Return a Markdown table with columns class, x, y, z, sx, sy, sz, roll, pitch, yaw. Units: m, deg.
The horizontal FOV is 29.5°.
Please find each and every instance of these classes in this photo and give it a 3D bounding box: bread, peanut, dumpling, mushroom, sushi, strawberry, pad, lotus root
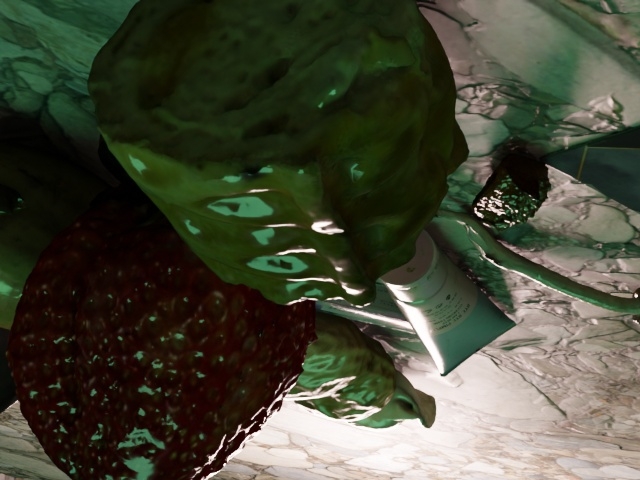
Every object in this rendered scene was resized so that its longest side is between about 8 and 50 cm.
| class | x | y | z | sx | sy | sz | roll | pitch | yaw |
| --- | --- | --- | --- | --- | --- | --- | --- | --- | --- |
| bread | -0.017 | -0.076 | 0.840 | 0.196 | 0.238 | 0.252 | 44 | 180 | 26 |
| peanut | 0.000 | 0.167 | 1.616 | 0.197 | 0.110 | 0.233 | -10 | 152 | 34 |
| dumpling | 0.082 | 0.221 | 1.772 | 0.169 | 0.099 | 0.134 | -6 | -173 | 16 |
| mushroom | 0.220 | 0.024 | 1.226 | 0.306 | 0.043 | 0.068 | 21 | 140 | -23 |
| sushi | 0.168 | -0.041 | 1.053 | 0.055 | 0.052 | 0.120 | 29 | 159 | 1 |
| strawberry | -0.134 | 0.096 | 1.088 | 0.250 | 0.288 | 0.238 | -10 | 150 | 36 |
| pad | 0.326 | -0.042 | 1.031 | 0.243 | 0.004 | 0.164 | 23 | 157 | -30 |
| lotus root | -0.270 | 0.010 | 1.230 | 0.310 | 0.182 | 0.183 | 26 | 156 | -39 |

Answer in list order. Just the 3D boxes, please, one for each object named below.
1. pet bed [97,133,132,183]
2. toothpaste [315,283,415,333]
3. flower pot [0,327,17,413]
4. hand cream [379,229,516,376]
| class | x | y | z | sx | sy | sz | roll | pitch | yaw |
| --- | --- | --- | --- | --- | --- | --- | --- | --- | --- |
| pet bed | -0.108 | -0.070 | 1.115 | 0.201 | 0.053 | 0.201 | 9 | 159 | 4 |
| toothpaste | 0.058 | 0.073 | 1.436 | 0.196 | 0.040 | 0.047 | 14 | 162 | -9 |
| flower pot | -0.494 | 0.100 | 1.566 | 0.269 | 0.269 | 0.166 | 6 | 136 | 14 |
| hand cream | 0.138 | 0.069 | 1.343 | 0.111 | 0.070 | 0.312 | -36 | 150 | 2 |
